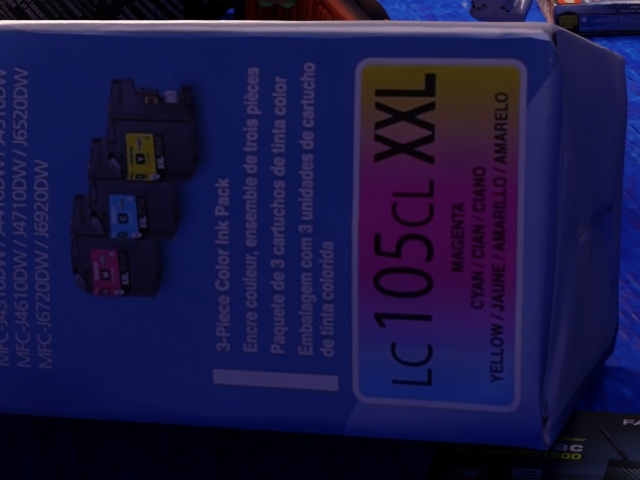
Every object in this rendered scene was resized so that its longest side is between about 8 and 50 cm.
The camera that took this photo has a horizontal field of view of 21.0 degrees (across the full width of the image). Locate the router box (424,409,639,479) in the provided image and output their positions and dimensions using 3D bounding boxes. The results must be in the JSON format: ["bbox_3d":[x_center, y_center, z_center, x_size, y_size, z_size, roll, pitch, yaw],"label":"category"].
[{"bbox_3d":[0.101,0.100,0.647,0.122,0.038,0.092,3,21,13],"label":"router box"}]

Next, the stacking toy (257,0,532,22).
[{"bbox_3d":[0.008,-0.104,1.051,0.221,0.052,0.167,8,58,26],"label":"stacking toy"}]

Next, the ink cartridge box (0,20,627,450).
[{"bbox_3d":[-0.081,-0.016,0.728,0.395,0.151,0.270,4,4,15],"label":"ink cartridge box"}]

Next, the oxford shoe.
[{"bbox_3d":[0.017,-0.147,1.224,0.098,0.097,0.271,-2,20,-18],"label":"oxford shoe"}]

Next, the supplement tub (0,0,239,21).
[{"bbox_3d":[-0.098,-0.256,1.191,0.316,0.193,0.193,-39,21,8],"label":"supplement tub"}]

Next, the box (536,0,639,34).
[{"bbox_3d":[0.230,-0.198,1.420,0.093,0.027,0.137,-1,21,1],"label":"box"}]
